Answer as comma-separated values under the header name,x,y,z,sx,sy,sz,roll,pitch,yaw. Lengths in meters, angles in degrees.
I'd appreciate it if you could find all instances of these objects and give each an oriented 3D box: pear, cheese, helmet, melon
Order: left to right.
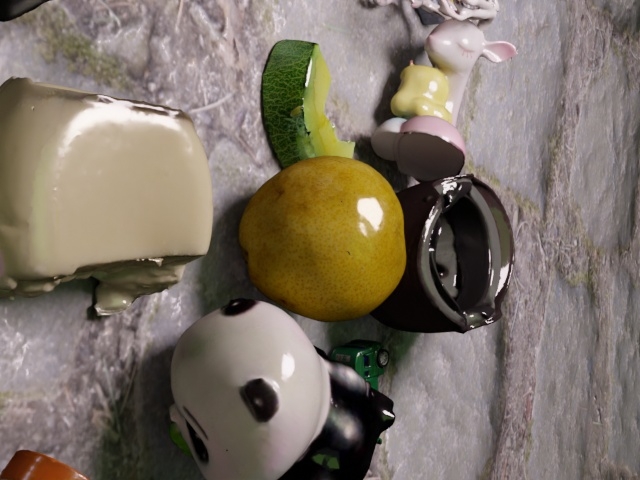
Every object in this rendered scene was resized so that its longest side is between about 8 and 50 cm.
name,x,y,z,sx,sy,sz,roll,pitch,yaw
cheese,-0.221,-0.035,0.861,0.266,0.127,0.233,-1,93,-50
melon,-0.013,-0.156,1.193,0.118,0.064,0.209,-60,136,-41
pear,0.000,0.000,1.096,0.209,0.209,0.209,1,88,-53
helmet,0.158,0.028,1.320,0.305,0.177,0.225,-13,92,-58

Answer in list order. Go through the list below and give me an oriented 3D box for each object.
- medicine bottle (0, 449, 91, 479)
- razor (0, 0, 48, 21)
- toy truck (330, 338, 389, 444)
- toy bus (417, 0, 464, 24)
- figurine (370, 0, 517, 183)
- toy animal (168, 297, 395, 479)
name,x,y,z,sx,sy,sz,roll,pitch,yaw
medicine bottle,-0.291,0.322,0.734,0.157,0.157,0.289,56,48,-36
razor,-0.249,-0.362,0.843,0.327,0.107,0.189,-58,133,-36
toy truck,0.053,0.218,1.268,0.079,0.065,0.147,-4,94,-50
toy bus,0.175,-0.441,1.443,0.075,0.064,0.190,-50,128,-34
figurine,0.174,-0.281,1.327,0.284,0.206,0.316,34,64,-49
toy animal,-0.066,0.195,1.010,0.267,0.212,0.212,41,58,-40
